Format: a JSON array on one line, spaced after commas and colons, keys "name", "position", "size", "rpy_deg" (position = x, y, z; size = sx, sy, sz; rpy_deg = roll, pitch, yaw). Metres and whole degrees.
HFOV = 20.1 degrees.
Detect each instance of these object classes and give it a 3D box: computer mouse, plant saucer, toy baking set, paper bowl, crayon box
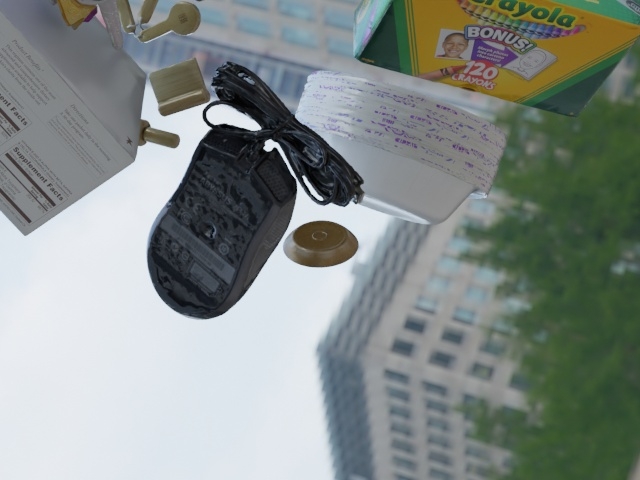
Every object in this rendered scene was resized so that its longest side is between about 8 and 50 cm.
[{"name": "computer mouse", "position": [-0.076, -0.033, 1.797], "size": [0.272, 0.188, 0.072], "rpy_deg": [-54, -13, 32]}, {"name": "plant saucer", "position": [0.000, 0.000, 1.967], "size": [0.083, 0.083, 0.015], "rpy_deg": [-50, -34, -47]}, {"name": "toy baking set", "position": [-0.229, -0.206, 1.950], "size": [0.030, 0.256, 0.196], "rpy_deg": [-15, -66, -68]}, {"name": "paper bowl", "position": [0.096, -0.117, 2.434], "size": [0.148, 0.284, 0.284], "rpy_deg": [-70, -21, -3]}, {"name": "crayon box", "position": [0.194, -0.244, 1.984], "size": [0.165, 0.279, 0.081], "rpy_deg": [123, 154, -49]}]

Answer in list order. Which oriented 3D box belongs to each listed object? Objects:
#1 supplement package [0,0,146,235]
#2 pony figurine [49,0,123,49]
[{"name": "supplement package", "position": [-0.311, -0.178, 1.776], "size": [0.262, 0.145, 0.204], "rpy_deg": [50, -163, -25]}, {"name": "pony figurine", "position": [-0.210, -0.340, 1.573], "size": [0.351, 0.363, 0.303], "rpy_deg": [49, -126, -19]}]
